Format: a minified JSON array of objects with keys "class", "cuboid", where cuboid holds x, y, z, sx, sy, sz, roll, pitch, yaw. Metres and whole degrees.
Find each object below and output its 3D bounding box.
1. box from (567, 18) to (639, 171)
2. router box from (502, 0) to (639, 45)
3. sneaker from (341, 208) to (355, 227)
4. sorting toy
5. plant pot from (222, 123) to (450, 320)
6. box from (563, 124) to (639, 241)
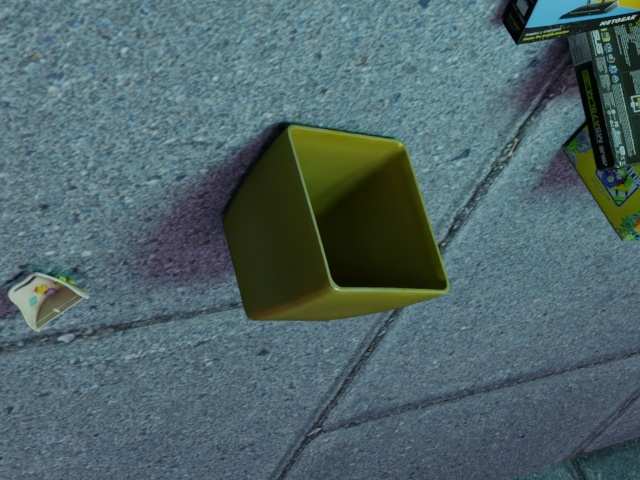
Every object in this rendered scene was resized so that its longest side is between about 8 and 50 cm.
[{"class":"box","cuboid":[0.411,-0.194,1.668,0.184,0.190,0.045,-13,180,-28]},{"class":"router box","cuboid":[0.314,-0.299,1.544,0.179,0.046,0.133,-14,151,-22]},{"class":"sneaker","cuboid":[0.073,-0.002,1.847,0.126,0.091,0.240,-6,153,1]},{"class":"sorting toy","cuboid":[-0.342,0.064,1.625,0.083,0.045,0.075,-33,145,15]},{"class":"plant pot","cuboid":[0.000,0.000,1.651,0.212,0.212,0.187,4,154,-45]},{"class":"box","cuboid":[0.560,-0.154,1.880,0.290,0.177,0.279,-4,145,-38]}]
